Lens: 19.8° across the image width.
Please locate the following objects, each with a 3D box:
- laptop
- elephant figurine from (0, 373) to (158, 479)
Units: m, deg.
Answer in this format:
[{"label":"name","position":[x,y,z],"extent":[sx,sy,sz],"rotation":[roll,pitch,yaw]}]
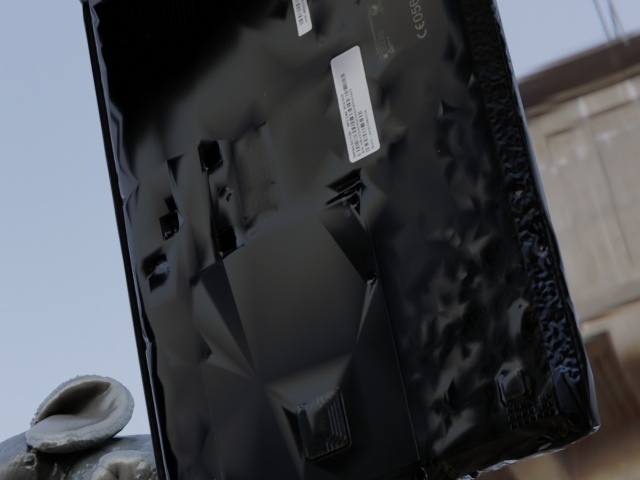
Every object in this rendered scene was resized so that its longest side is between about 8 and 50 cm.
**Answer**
[{"label":"laptop","position":[0.000,0.000,0.659],"extent":[0.264,0.234,0.136],"rotation":[-27,-24,36]},{"label":"elephant figurine","position":[-0.178,0.180,1.338],"extent":[0.186,0.239,0.169],"rotation":[27,-95,-49]}]
